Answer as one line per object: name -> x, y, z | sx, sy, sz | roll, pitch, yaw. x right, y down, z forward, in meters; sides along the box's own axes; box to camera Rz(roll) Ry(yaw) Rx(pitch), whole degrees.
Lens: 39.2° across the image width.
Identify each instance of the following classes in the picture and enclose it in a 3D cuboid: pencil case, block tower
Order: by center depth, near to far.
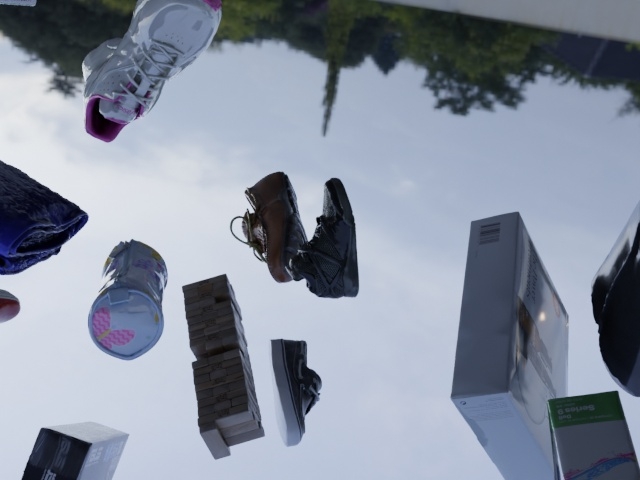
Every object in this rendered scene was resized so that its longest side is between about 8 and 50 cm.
pencil case -> -0.303, 0.088, 1.435 | 0.114, 0.124, 0.273 | 4, -164, -9
block tower -> -0.174, 0.214, 1.586 | 0.097, 0.091, 0.335 | -17, -135, 3

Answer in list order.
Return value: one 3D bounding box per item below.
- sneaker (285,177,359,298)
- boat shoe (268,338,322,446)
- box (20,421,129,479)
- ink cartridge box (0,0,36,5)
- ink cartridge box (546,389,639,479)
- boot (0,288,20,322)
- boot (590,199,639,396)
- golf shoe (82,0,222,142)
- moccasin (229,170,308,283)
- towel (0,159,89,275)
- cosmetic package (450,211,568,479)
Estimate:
sneaker -> 0.000, 0.000, 1.656 | 0.130, 0.227, 0.087 | -5, -166, -9
boat shoe -> -0.046, 0.304, 1.849 | 0.102, 0.108, 0.301 | -3, -153, -6
box -> -0.454, 0.477, 1.543 | 0.097, 0.318, 0.395 | 18, 169, 0
ink cartridge box -> -0.604, -0.419, 1.450 | 0.225, 0.056, 0.181 | 14, -163, 31
ink cartridge box -> 0.328, 0.307, 1.044 | 0.093, 0.154, 0.212 | -9, -143, 8
boot -> -0.577, 0.174, 1.535 | 0.176, 0.088, 0.244 | 45, -159, 14
boot -> 0.453, 0.100, 1.176 | 0.146, 0.445, 0.366 | 11, -120, 5
golf shoe -> -0.233, -0.233, 1.219 | 0.115, 0.140, 0.306 | 22, 149, -30
moccasin -> -0.115, -0.028, 1.981 | 0.147, 0.139, 0.380 | -21, -142, 4
towel -> -0.419, -0.072, 0.963 | 0.308, 0.076, 0.227 | 33, -174, -1
cosmetic package -> 0.325, 0.184, 1.483 | 0.098, 0.284, 0.377 | -11, -138, 26
